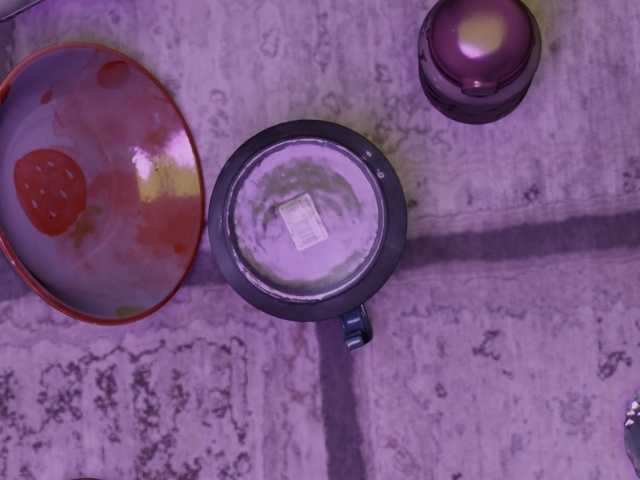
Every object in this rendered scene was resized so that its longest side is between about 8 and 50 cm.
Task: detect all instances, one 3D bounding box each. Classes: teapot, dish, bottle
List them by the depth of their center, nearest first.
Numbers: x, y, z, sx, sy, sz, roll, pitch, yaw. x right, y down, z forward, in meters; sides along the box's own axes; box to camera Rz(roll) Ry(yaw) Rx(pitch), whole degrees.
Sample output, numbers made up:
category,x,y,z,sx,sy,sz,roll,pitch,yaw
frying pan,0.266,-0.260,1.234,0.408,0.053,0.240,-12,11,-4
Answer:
category,x,y,z,sx,sy,sz,roll,pitch,yaw
bottle,0.141,-0.169,1.614,0.110,0.233,0.110,0,87,3
teapot,0.000,0.000,1.616,0.171,0.225,0.203,-19,87,4
dish,-0.228,-0.046,1.659,0.085,0.260,0.260,-12,85,42

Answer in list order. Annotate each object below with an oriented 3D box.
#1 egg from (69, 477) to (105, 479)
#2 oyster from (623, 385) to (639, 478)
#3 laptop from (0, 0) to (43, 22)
category,x,y,z,sx,sy,sz,roll,pitch,yaw
egg,-0.212,0.260,1.682,0.096,0.080,0.080,30,88,18
oyster,0.409,0.206,1.653,0.252,0.087,0.199,-9,96,9
laptop,-0.240,-0.350,1.667,0.187,0.015,0.269,-22,64,34
